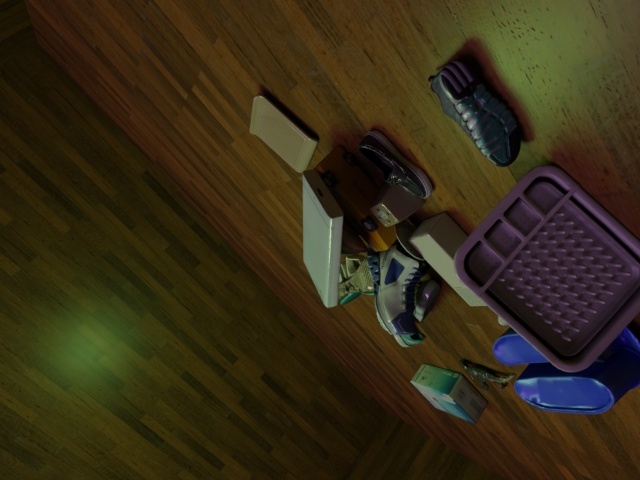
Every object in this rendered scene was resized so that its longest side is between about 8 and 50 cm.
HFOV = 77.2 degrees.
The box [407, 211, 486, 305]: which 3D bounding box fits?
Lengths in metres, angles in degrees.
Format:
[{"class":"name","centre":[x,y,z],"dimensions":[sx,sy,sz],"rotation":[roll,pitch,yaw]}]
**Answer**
[{"class":"box","centre":[0.383,0.057,1.114],"dimensions":[0.275,0.094,0.113],"rotation":[46,159,-8]}]

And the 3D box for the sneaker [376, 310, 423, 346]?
[{"class":"sneaker","centre":[0.356,0.367,1.792],"dimensions":[0.275,0.107,0.110],"rotation":[44,140,-18]}]

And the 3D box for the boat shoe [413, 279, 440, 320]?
[{"class":"boat shoe","centre":[0.356,0.213,1.448],"dimensions":[0.094,0.109,0.302],"rotation":[36,161,22]}]

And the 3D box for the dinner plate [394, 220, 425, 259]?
[{"class":"dinner plate","centre":[0.263,0.000,1.171],"dimensions":[0.141,0.141,0.017],"rotation":[45,126,-6]}]

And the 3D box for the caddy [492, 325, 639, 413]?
[{"class":"caddy","centre":[0.626,0.293,1.027],"dimensions":[0.241,0.179,0.341],"rotation":[61,153,7]}]

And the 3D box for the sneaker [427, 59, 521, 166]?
[{"class":"sneaker","centre":[0.294,-0.239,0.766],"dimensions":[0.223,0.083,0.098],"rotation":[51,-179,-14]}]

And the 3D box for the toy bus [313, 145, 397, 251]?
[{"class":"toy bus","centre":[0.116,-0.122,1.227],"dimensions":[0.332,0.108,0.130],"rotation":[47,161,-11]}]

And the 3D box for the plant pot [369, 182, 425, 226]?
[{"class":"plant pot","centre":[0.205,-0.100,1.125],"dimensions":[0.109,0.096,0.109],"rotation":[45,159,-8]}]

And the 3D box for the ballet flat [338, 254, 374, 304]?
[{"class":"ballet flat","centre":[0.150,0.148,1.646],"dimensions":[0.182,0.164,0.483],"rotation":[62,162,7]}]

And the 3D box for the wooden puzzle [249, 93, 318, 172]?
[{"class":"wooden puzzle","centre":[-0.122,-0.347,1.315],"dimensions":[0.239,0.044,0.221],"rotation":[38,159,0]}]

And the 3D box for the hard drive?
[{"class":"hard drive","centre":[0.000,0.000,1.193],"dimensions":[0.233,0.047,0.353],"rotation":[-119,21,-44]}]

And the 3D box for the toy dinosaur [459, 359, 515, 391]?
[{"class":"toy dinosaur","centre":[0.671,0.552,1.605],"dimensions":[0.118,0.064,0.268],"rotation":[56,153,-15]}]

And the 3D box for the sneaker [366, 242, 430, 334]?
[{"class":"sneaker","centre":[0.269,0.139,1.295],"dimensions":[0.182,0.315,0.127],"rotation":[-28,154,33]}]

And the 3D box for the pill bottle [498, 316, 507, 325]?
[{"class":"pill bottle","centre":[0.558,0.226,1.197],"dimensions":[0.043,0.043,0.083],"rotation":[34,158,21]}]

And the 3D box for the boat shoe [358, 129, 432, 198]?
[{"class":"boat shoe","centre":[0.187,-0.181,1.029],"dimensions":[0.228,0.076,0.080],"rotation":[46,159,-8]}]

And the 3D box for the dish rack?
[{"class":"dish rack","centre":[0.447,0.054,0.782],"dimensions":[0.333,0.285,0.072],"rotation":[42,179,1]}]

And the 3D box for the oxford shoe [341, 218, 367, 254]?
[{"class":"oxford shoe","centre":[0.058,0.014,1.340],"dimensions":[0.140,0.146,0.397],"rotation":[52,-177,3]}]

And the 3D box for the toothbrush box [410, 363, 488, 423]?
[{"class":"toothbrush box","centre":[0.620,0.739,1.959],"dimensions":[0.216,0.126,0.295],"rotation":[47,160,-12]}]
